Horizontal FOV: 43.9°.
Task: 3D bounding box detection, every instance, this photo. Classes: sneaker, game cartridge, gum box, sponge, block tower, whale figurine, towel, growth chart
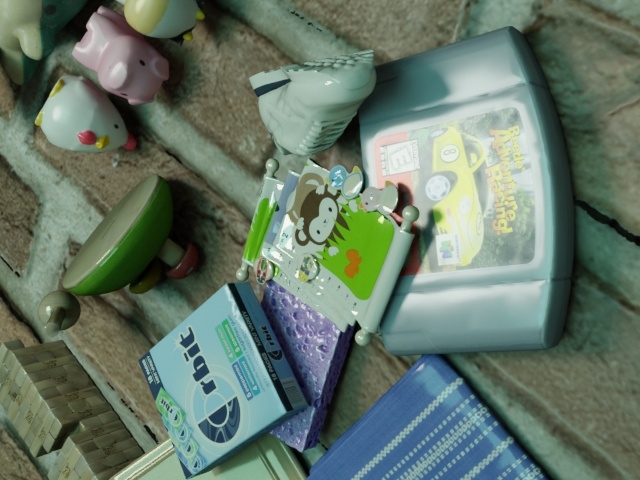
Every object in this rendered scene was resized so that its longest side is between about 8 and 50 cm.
[{"bbox_3d":[-0.001,-0.135,0.799,0.235,0.090,0.095,-163,62,-71],"label":"sneaker"},{"bbox_3d":[0.135,-0.041,0.750,0.196,0.060,0.294,-9,84,34],"label":"game cartridge"},{"bbox_3d":[-0.117,0.160,0.901,0.184,0.041,0.157,-40,68,31],"label":"gum box"},{"bbox_3d":[-0.026,0.115,0.890,0.117,0.031,0.210,23,100,34],"label":"sponge"},{"bbox_3d":[-0.343,0.280,1.122,0.335,0.097,0.091,44,117,24],"label":"block tower"},{"bbox_3d":[-0.398,-0.342,1.114,0.216,0.141,0.272,64,149,22],"label":"whale figurine"},{"bbox_3d":[0.144,0.305,0.790,0.336,0.040,0.243,50,116,22],"label":"towel"},{"bbox_3d":[0.000,0.000,0.824,0.237,0.021,0.172,26,109,44],"label":"growth chart"}]

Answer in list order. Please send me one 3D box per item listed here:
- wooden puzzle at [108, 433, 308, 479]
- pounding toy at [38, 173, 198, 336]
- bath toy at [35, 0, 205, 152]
[{"bbox_3d":[-0.119,0.324,0.948,0.239,0.044,0.221,-37,69,7],"label":"wooden puzzle"},{"bbox_3d":[-0.242,0.039,1.008,0.237,0.110,0.183,-54,22,-12],"label":"pounding toy"},{"bbox_3d":[-0.230,-0.238,0.985,0.348,0.129,0.151,-50,20,26],"label":"bath toy"}]
